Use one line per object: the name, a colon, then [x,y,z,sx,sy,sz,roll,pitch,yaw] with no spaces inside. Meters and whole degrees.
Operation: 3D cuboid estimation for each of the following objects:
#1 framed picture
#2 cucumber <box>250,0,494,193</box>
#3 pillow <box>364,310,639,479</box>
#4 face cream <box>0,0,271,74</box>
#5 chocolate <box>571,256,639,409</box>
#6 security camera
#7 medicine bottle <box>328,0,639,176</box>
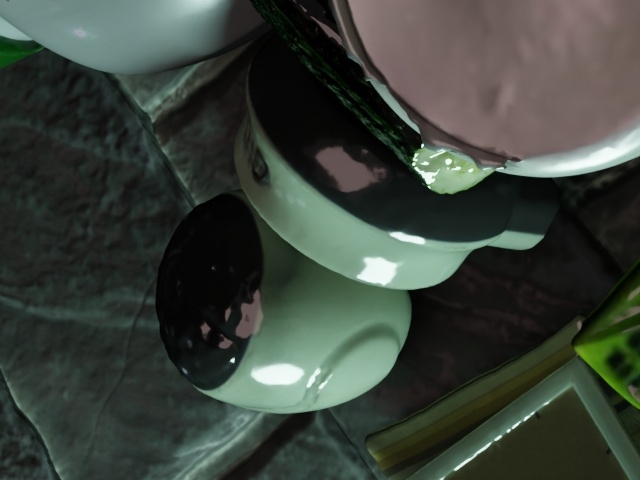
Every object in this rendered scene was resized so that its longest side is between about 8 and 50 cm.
framed picture: [0.166,0.245,1.171,0.216,0.016,0.273,-39,69,30]
cucumber: [0.016,-0.126,1.031,0.241,0.074,0.074,45,116,9]
pillow: [0.157,0.185,1.229,0.208,0.052,0.212,-33,86,32]
face cream: [-0.138,-0.265,1.181,0.357,0.219,0.312,-19,95,28]
chocolate: [0.359,0.043,1.052,0.301,0.137,0.289,40,115,9]
security camera: [0.000,0.000,1.184,0.277,0.191,0.197,-59,40,36]
medicine bottle: [0.170,-0.162,0.965,0.213,0.378,0.214,5,103,24]
